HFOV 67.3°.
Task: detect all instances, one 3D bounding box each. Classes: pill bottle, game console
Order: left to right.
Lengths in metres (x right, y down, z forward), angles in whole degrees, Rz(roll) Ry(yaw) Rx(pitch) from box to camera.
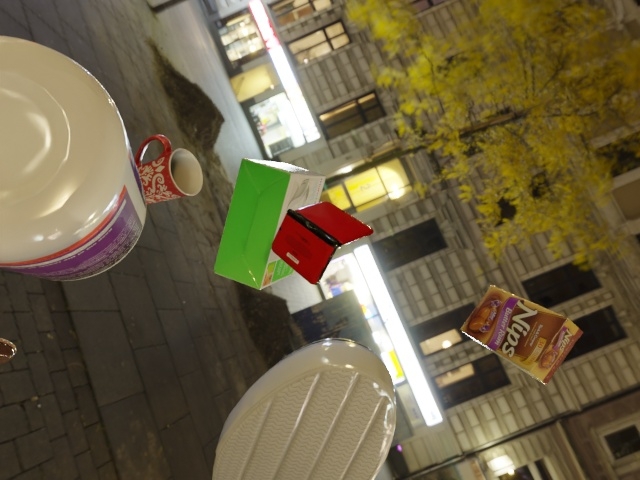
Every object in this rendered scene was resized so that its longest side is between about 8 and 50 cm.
[{"bbox_3d":[-0.283,-0.052,0.503,0.181,0.182,0.323,67,-18,2],"label":"pill bottle"},{"bbox_3d":[0.000,0.000,0.856,0.085,0.124,0.144,16,15,-45],"label":"game console"}]

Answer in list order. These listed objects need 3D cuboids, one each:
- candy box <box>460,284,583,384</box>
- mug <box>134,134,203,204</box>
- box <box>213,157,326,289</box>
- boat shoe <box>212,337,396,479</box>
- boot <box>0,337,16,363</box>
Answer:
[{"bbox_3d":[0.348,0.159,0.853,0.053,0.109,0.187,37,-3,-25],"label":"candy box"},{"bbox_3d":[-0.386,-0.161,1.157,0.113,0.170,0.150,12,68,-62],"label":"mug"},{"bbox_3d":[-0.112,-0.045,1.113,0.231,0.127,0.261,-14,122,-70],"label":"box"},{"bbox_3d":[-0.037,0.192,0.443,0.121,0.335,0.119,26,31,-4],"label":"boat shoe"},{"bbox_3d":[-0.751,0.296,0.975,0.249,0.090,0.206,9,35,-46],"label":"boot"}]
